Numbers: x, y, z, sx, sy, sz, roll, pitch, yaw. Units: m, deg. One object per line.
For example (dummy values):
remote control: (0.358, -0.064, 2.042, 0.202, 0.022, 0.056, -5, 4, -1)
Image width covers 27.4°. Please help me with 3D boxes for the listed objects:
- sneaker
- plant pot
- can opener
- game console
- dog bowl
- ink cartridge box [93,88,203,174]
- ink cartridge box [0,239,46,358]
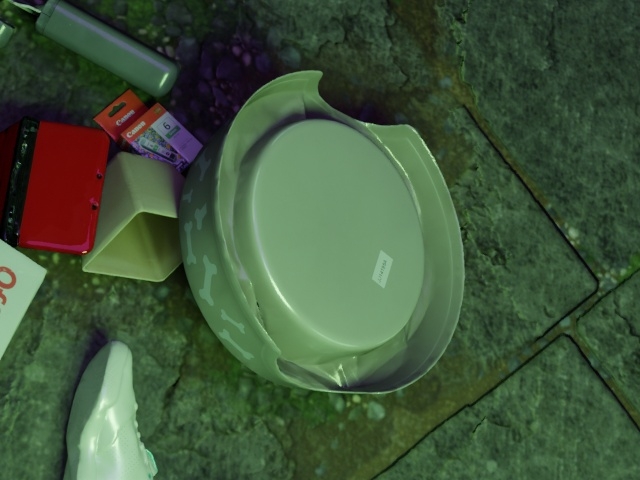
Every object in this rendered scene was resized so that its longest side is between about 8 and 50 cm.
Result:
sneaker: (-0.206, 0.210, 1.336, 0.094, 0.080, 0.212, 15, 73, -25)
plant pot: (-0.193, -0.031, 1.392, 0.109, 0.109, 0.096, 10, 47, -46)
can opener: (-0.299, -0.223, 1.467, 0.283, 0.076, 0.095, 29, 96, -7)
game console: (-0.296, -0.048, 1.381, 0.085, 0.124, 0.144, 22, 63, -35)
dog bowl: (0.000, 0.000, 1.395, 0.348, 0.102, 0.349, 15, 67, -39)
ink cartridge box: (-0.192, -0.119, 1.475, 0.115, 0.029, 0.063, 44, 63, 1)
ink cartridge box: (-0.477, 0.049, 1.166, 0.384, 0.160, 0.279, 36, 41, -16)
